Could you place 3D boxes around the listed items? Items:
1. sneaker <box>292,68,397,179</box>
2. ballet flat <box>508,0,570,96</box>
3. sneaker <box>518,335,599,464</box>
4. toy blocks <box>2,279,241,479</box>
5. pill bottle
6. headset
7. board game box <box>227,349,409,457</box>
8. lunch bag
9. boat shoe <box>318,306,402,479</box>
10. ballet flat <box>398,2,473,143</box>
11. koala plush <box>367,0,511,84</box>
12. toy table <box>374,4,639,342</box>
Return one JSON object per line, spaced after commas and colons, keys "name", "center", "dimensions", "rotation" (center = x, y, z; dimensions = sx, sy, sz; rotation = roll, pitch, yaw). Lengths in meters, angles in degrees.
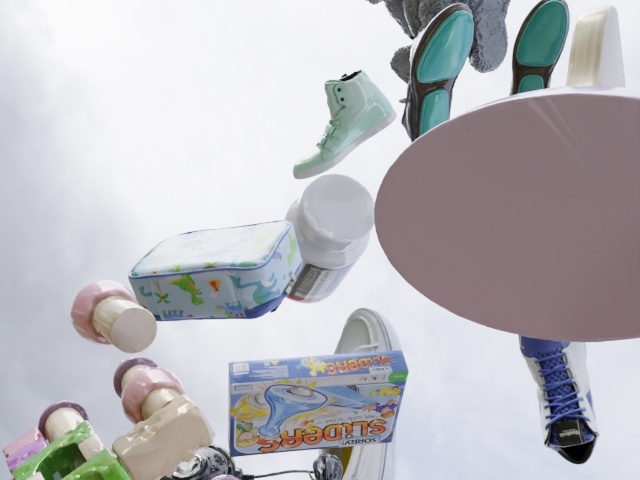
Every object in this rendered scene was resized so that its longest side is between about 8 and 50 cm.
{"name": "sneaker", "center": [0.017, -0.247, 1.496], "dimensions": [0.151, 0.256, 0.094], "rotation": [53, -1, -22]}
{"name": "ballet flat", "center": [0.315, -0.261, 1.074], "dimensions": [0.072, 0.068, 0.213], "rotation": [7, -59, 3]}
{"name": "sneaker", "center": [0.487, 0.308, 1.425], "dimensions": [0.127, 0.182, 0.315], "rotation": [-16, -80, 16]}
{"name": "toy blocks", "center": [-0.255, 0.233, 0.730], "dimensions": [0.260, 0.288, 0.309], "rotation": [6, -53, 61]}
{"name": "pill bottle", "center": [0.000, 0.000, 1.355], "dimensions": [0.161, 0.161, 0.283], "rotation": [51, -27, 10]}
{"name": "headset", "center": [-0.139, 0.402, 0.998], "dimensions": [0.394, 0.185, 0.243], "rotation": [-31, -67, 16]}
{"name": "board game box", "center": [-0.007, 0.192, 0.842], "dimensions": [0.035, 0.201, 0.136], "rotation": [-105, -164, -49]}
{"name": "lunch bag", "center": [-0.141, 0.040, 1.019], "dimensions": [0.219, 0.176, 0.090], "rotation": [-6, -66, 17]}
{"name": "boat shoe", "center": [0.039, 0.260, 1.216], "dimensions": [0.136, 0.367, 0.156], "rotation": [-23, -43, 39]}
{"name": "ballet flat", "center": [0.129, -0.199, 0.854], "dimensions": [0.074, 0.074, 0.203], "rotation": [36, -34, 26]}
{"name": "koala plush", "center": [0.179, -0.391, 1.176], "dimensions": [0.221, 0.196, 0.203], "rotation": [-127, -152, -44]}
{"name": "toy table", "center": [0.197, -0.039, 0.540], "dimensions": [0.274, 0.161, 0.252], "rotation": [12, -64, 34]}
